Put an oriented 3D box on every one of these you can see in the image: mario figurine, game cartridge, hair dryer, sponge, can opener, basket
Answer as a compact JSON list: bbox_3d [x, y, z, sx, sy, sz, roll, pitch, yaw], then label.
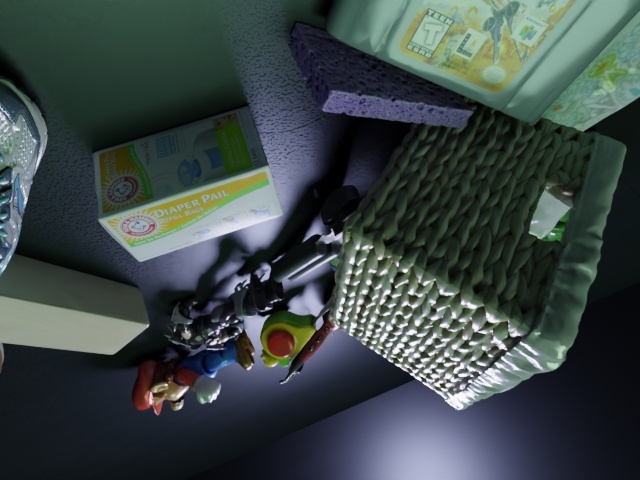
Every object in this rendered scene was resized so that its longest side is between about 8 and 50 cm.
[{"bbox_3d":[-0.317,0.356,1.074,0.320,0.170,0.198,-22,152,-3],"label":"mario figurine"},{"bbox_3d":[0.176,-0.254,0.435,0.296,0.062,0.198,15,142,-17],"label":"game cartridge"},{"bbox_3d":[0.014,0.249,1.100,0.080,0.224,0.294,34,122,-5],"label":"hair dryer"},{"bbox_3d":[0.074,-0.191,0.501,0.209,0.117,0.031,-3,146,-31],"label":"sponge"},{"bbox_3d":[0.000,0.000,0.805,0.074,0.093,0.280,3,150,-40],"label":"can opener"},{"bbox_3d":[0.199,0.014,0.620,0.328,0.266,0.331,-55,166,-27],"label":"basket"}]

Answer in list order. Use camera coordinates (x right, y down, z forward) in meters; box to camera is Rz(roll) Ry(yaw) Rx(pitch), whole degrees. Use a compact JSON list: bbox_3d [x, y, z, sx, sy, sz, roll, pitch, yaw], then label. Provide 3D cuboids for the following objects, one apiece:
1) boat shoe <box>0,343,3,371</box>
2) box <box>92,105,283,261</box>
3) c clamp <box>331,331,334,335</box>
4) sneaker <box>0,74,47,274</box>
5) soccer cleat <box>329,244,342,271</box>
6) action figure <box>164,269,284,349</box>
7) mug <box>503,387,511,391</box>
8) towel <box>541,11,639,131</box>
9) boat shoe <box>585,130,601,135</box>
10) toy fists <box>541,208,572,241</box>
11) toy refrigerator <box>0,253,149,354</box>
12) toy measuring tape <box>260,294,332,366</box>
[{"bbox_3d":[-0.599,0.177,0.648,0.122,0.117,0.325,-12,148,-17],"label":"boat shoe"},{"bbox_3d":[-0.165,-0.071,0.540,0.202,0.114,0.103,-18,149,-5],"label":"box"},{"bbox_3d":[0.089,0.234,1.293,0.160,0.022,0.137,-23,145,5],"label":"c clamp"},{"bbox_3d":[-0.356,-0.045,0.446,0.110,0.122,0.283,1,143,-35],"label":"sneaker"},{"bbox_3d":[0.149,-0.010,0.867,0.288,0.094,0.121,-24,144,2],"label":"soccer cleat"},{"bbox_3d":[-0.210,0.163,0.912,0.284,0.099,0.185,-32,156,24],"label":"action figure"},{"bbox_3d":[0.367,0.201,1.072,0.328,0.374,0.276,-45,148,23],"label":"mug"},{"bbox_3d":[0.394,-0.294,0.575,0.320,0.090,0.374,-33,148,17],"label":"towel"},{"bbox_3d":[0.514,-0.137,0.918,0.083,0.076,0.226,14,134,-46],"label":"boat shoe"},{"bbox_3d":[0.624,-0.073,1.074,0.142,0.096,0.279,-25,149,3],"label":"toy fists"},{"bbox_3d":[-0.424,0.104,0.676,0.102,0.094,0.269,-38,148,13],"label":"toy refrigerator"},{"bbox_3d":[-0.063,0.193,1.064,0.121,0.121,0.330,15,117,-47],"label":"toy measuring tape"}]
